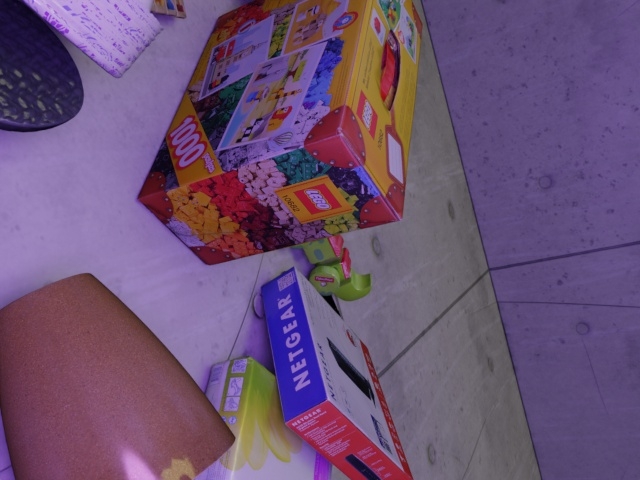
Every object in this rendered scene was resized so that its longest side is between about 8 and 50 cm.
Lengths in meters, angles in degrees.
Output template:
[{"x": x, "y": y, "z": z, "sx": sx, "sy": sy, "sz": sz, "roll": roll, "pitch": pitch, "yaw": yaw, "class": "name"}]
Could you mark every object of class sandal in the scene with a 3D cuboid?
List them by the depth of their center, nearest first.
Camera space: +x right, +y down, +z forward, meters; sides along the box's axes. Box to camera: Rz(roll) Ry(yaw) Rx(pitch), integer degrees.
[{"x": -0.464, "y": -0.211, "z": 0.655, "sx": 0.445, "sy": 0.107, "sz": 0.168, "roll": 8, "pitch": 72, "yaw": -46, "class": "sandal"}]

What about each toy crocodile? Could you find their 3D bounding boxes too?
[{"x": 0.000, "y": 0.000, "z": 1.356, "sx": 0.340, "sy": 0.105, "sz": 0.115, "roll": 60, "pitch": 23, "yaw": -28, "class": "toy crocodile"}]

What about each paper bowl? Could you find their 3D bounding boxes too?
[{"x": -0.307, "y": -0.339, "z": 0.765, "sx": 0.284, "sy": 0.148, "sz": 0.284, "roll": 42, "pitch": 0, "yaw": 0, "class": "paper bowl"}]

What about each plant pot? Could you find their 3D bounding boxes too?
[{"x": -0.259, "y": 0.174, "z": 0.740, "sx": 0.254, "sy": 0.237, "sz": 0.237, "roll": 63, "pitch": 29, "yaw": 2, "class": "plant pot"}]

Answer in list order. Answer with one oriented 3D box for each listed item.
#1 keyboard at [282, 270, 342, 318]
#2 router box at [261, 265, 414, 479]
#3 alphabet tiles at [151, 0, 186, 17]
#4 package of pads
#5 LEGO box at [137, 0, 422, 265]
[{"x": -0.022, "y": 0.134, "z": 1.367, "sx": 0.192, "sy": 0.038, "sz": 0.100, "roll": 30, "pitch": 30, "yaw": -52, "class": "keyboard"}, {"x": 0.025, "y": 0.256, "z": 1.187, "sx": 0.301, "sy": 0.082, "sz": 0.335, "roll": 51, "pitch": 13, "yaw": -36, "class": "router box"}, {"x": -0.275, "y": -0.502, "z": 1.019, "sx": 0.342, "sy": 0.011, "sz": 0.285, "roll": -75, "pitch": 155, "yaw": -73, "class": "alphabet tiles"}, {"x": -0.088, "y": 0.359, "z": 1.069, "sx": 0.296, "sy": 0.101, "sz": 0.229, "roll": 48, "pitch": 38, "yaw": -41, "class": "package of pads"}, {"x": -0.043, "y": -0.234, "z": 1.114, "sx": 0.193, "sy": 0.372, "sz": 0.500, "roll": 50, "pitch": 38, "yaw": -39, "class": "LEGO box"}]
